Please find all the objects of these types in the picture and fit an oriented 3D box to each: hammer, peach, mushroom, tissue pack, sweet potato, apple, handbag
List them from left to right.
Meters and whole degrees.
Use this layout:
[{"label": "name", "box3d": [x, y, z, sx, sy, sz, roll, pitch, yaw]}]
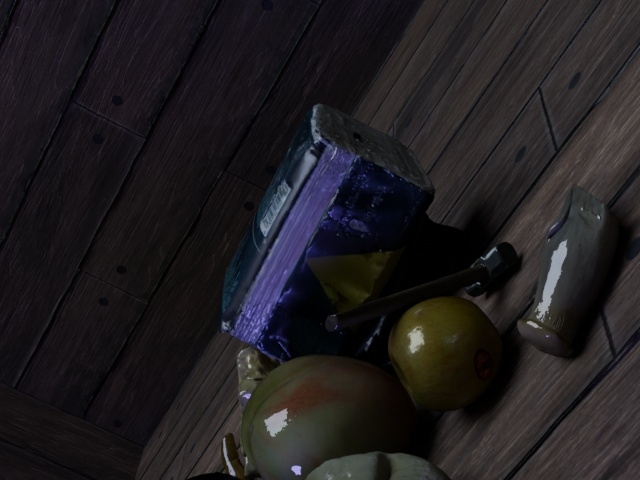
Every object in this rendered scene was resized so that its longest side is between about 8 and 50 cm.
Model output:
[{"label": "sweet potato", "box3d": [-0.188, 0.594, 2.414, 0.108, 0.079, 0.346, -11, 68, 35]}, {"label": "tissue pack", "box3d": [0.000, 0.000, 2.003, 0.416, 0.253, 0.264, -61, 13, 17]}, {"label": "peach", "box3d": [0.015, 0.305, 1.798, 0.292, 0.247, 0.292, -21, -3, -1]}, {"label": "handbag", "box3d": [0.132, 0.116, 2.102, 0.303, 0.122, 0.329, -69, 13, -20]}, {"label": "hammer", "box3d": [0.155, 0.082, 1.690, 0.365, 0.043, 0.111, -16, -22, -38]}, {"label": "apple", "box3d": [0.189, 0.167, 1.642, 0.155, 0.182, 0.182, -32, 10, -7]}, {"label": "mushroom", "box3d": [0.337, 0.032, 1.468, 0.108, 0.096, 0.247, -1, 63, 48]}]

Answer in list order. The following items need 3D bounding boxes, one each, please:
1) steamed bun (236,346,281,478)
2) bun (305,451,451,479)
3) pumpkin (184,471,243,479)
[{"label": "steamed bun", "box3d": [-0.111, 0.366, 2.405, 0.292, 0.137, 0.295, 82, -176, -56]}, {"label": "bun", "box3d": [0.038, 0.453, 1.522, 0.365, 0.219, 0.365, -58, 16, 28]}, {"label": "pumpkin", "box3d": [-0.209, 0.615, 2.210, 0.315, 0.239, 0.315, -28, 59, 60]}]
